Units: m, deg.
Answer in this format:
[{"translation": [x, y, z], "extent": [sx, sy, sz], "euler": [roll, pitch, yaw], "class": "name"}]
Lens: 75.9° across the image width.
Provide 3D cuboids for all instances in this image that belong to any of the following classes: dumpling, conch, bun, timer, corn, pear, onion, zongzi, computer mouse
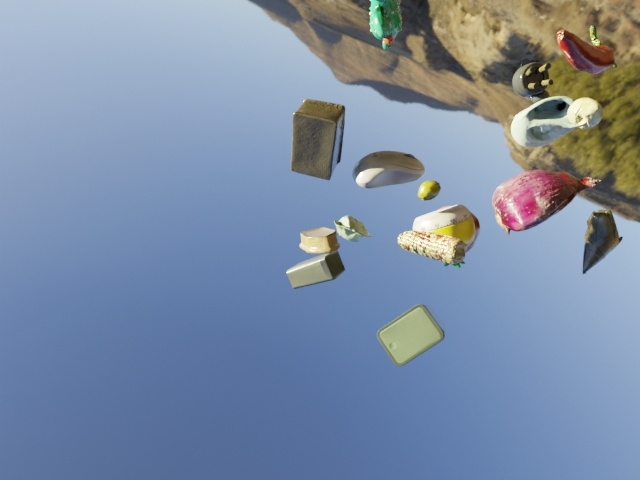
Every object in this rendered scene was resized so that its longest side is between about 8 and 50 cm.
[{"translation": [0.143, -0.037, 1.844], "extent": [0.219, 0.108, 0.152], "euler": [9, -139, -45], "class": "dumpling"}, {"translation": [0.761, -0.410, 1.391], "extent": [0.185, 0.221, 0.120], "euler": [21, -122, -43], "class": "conch"}, {"translation": [0.696, -0.331, 1.087], "extent": [0.086, 0.055, 0.086], "euler": [44, 171, 9], "class": "bun"}, {"translation": [0.559, -0.003, 1.816], "extent": [0.286, 0.285, 0.285], "euler": [20, -150, -12], "class": "timer"}, {"translation": [0.354, 0.015, 1.326], "extent": [0.086, 0.086, 0.253], "euler": [5, -174, -34], "class": "corn"}, {"translation": [0.595, -0.276, 2.246], "extent": [0.107, 0.131, 0.107], "euler": [45, -168, -12], "class": "pear"}, {"translation": [0.773, -0.184, 1.457], "extent": [0.159, 0.349, 0.267], "euler": [55, -163, -12], "class": "onion"}, {"translation": [1.222, 0.000, 1.837], "extent": [0.221, 0.242, 0.112], "euler": [51, 172, -29], "class": "zongzi"}, {"translation": [0.276, -0.310, 1.693], "extent": [0.298, 0.121, 0.184], "euler": [-10, -147, 2], "class": "computer mouse"}]

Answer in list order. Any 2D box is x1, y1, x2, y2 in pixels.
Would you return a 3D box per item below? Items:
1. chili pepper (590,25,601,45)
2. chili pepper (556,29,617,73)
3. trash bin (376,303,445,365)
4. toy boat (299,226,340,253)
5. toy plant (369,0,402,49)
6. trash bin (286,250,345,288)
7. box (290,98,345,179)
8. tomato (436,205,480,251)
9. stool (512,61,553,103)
[{"translation": [0.767, -0.559, 1.148], "extent": [0.022, 0.083, 0.027], "euler": [-12, -177, 9], "class": "chili pepper"}, {"translation": [0.632, -0.439, 0.974], "extent": [0.273, 0.063, 0.071], "euler": [-2, -103, -33], "class": "chili pepper"}, {"translation": [0.392, 0.377, 1.691], "extent": [0.158, 0.223, 0.343], "euler": [57, -167, 18], "class": "trash bin"}, {"translation": [0.000, 0.000, 1.399], "extent": [0.116, 0.061, 0.188], "euler": [-11, -168, -19], "class": "toy boat"}, {"translation": [0.235, -0.913, 1.527], "extent": [0.186, 0.400, 0.279], "euler": [-9, -131, 3], "class": "toy plant"}, {"translation": [-0.024, 0.148, 2.060], "extent": [0.164, 0.241, 0.122], "euler": [-30, -80, -60], "class": "trash bin"}, {"translation": [-0.010, -0.406, 1.660], "extent": [0.184, 0.273, 0.143], "euler": [14, -137, 8], "class": "box"}, {"translation": [0.776, -0.061, 2.490], "extent": [0.342, 0.341, 0.272], "euler": [10, -149, -27], "class": "tomato"}, {"translation": [1.073, -0.787, 2.033], "extent": [0.228, 0.153, 0.139], "euler": [31, -174, -10], "class": "stool"}]
